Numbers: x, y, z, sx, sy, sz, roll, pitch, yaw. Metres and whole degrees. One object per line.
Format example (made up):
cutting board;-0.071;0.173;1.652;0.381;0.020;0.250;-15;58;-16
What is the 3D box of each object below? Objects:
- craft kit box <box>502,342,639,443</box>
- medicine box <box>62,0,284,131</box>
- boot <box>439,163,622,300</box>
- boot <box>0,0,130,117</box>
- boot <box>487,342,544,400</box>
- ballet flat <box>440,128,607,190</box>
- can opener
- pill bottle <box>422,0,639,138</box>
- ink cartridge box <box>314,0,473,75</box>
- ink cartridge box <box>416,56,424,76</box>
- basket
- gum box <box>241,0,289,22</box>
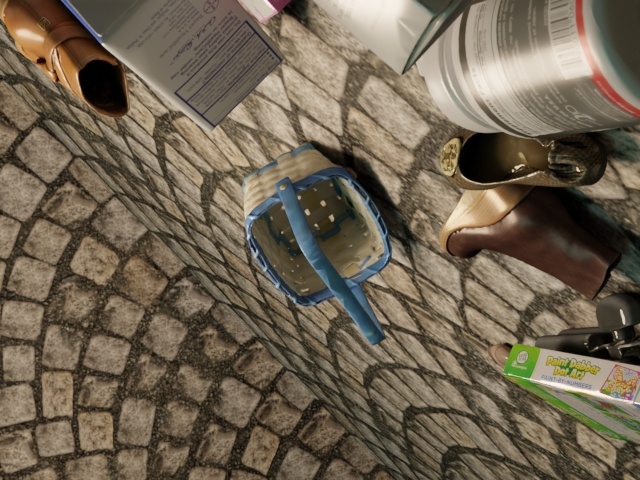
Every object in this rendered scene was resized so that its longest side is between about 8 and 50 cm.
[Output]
craft kit box;0.413;0.222;1.537;0.249;0.061;0.246;31;163;-32
medicine box;-0.222;-0.312;1.447;0.263;0.149;0.289;47;-177;26
boot;0.259;0.013;1.454;0.207;0.090;0.248;41;160;13
boot;-0.309;-0.242;1.513;0.220;0.109;0.283;43;174;22
boot;0.329;0.214;1.911;0.118;0.042;0.087;49;169;-20
ballet flat;0.212;-0.094;1.296;0.058;0.084;0.250;1;-174;-35
can opener;0.376;0.126;1.547;0.280;0.074;0.093;145;112;-72
pill bottle;0.213;-0.170;0.975;0.161;0.161;0.283;47;164;-16
ink cartridge box;0.031;-0.318;0.904;0.306;0.226;0.131;42;164;1
ink cartridge box;0.155;-0.202;1.220;0.122;0.052;0.088;28;159;36
basket;0.000;0.000;1.768;0.255;0.201;0.289;56;-170;-42
gum box;-0.079;-0.346;1.292;0.188;0.107;0.062;47;163;-15
